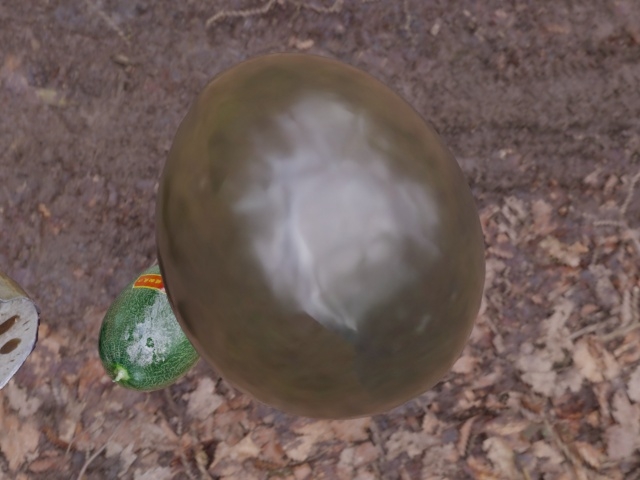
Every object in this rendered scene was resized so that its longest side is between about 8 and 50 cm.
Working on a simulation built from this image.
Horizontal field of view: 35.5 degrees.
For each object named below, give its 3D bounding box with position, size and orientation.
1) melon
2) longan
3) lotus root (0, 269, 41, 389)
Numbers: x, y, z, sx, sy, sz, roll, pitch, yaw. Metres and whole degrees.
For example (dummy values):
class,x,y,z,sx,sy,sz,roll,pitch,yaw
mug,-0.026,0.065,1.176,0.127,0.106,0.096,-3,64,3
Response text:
class,x,y,z,sx,sy,sz,roll,pitch,yaw
melon,-0.277,0.150,1.698,0.182,0.182,0.288,35,41,-4
longan,0.000,0.000,0.767,0.243,0.300,0.300,-9,69,-1
lotus root,-0.658,0.159,1.791,0.192,0.272,0.272,42,57,18
